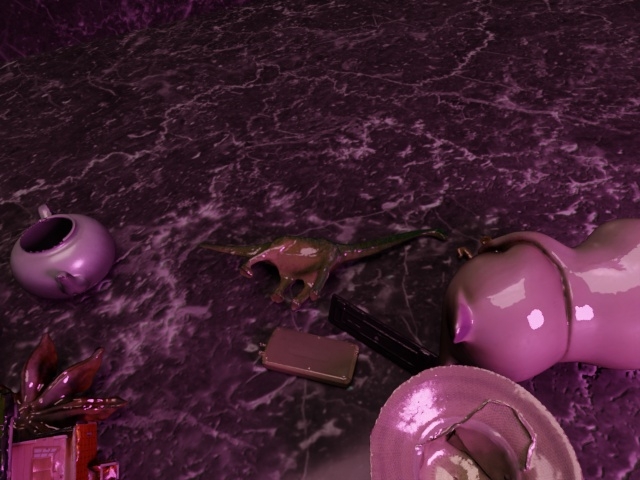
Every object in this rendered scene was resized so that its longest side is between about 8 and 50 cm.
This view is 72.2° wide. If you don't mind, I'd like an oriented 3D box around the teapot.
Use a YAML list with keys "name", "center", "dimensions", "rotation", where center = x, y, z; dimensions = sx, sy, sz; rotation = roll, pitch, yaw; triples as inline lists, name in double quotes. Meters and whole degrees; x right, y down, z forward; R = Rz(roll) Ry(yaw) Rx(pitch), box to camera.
- name: "teapot"
  center: [-0.528, 0.023, 0.896]
  dimensions: [0.193, 0.129, 0.294]
  rotation: [-28, 50, -19]

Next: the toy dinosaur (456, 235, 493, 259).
- name: "toy dinosaur"
  center: [0.329, 0.051, 0.815]
  dimensions: [0.162, 0.039, 0.126]
  rotation: [-7, 56, -5]

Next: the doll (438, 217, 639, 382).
- name: "doll"
  center: [0.359, 0.092, 0.649]
  dimensions: [0.371, 0.215, 0.225]
  rotation: [-1, 63, 4]

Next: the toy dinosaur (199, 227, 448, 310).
- name: "toy dinosaur"
  center: [0.000, 0.000, 0.876]
  dimensions: [0.447, 0.087, 0.300]
  rotation: [21, 51, 19]

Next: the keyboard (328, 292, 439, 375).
- name: "keyboard"
  center: [0.097, 0.158, 0.727]
  dimensions: [0.204, 0.061, 0.013]
  rotation: [28, 37, 30]

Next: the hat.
- name: "hat"
  center: [0.179, 0.296, 0.550]
  dimensions: [0.252, 0.110, 0.252]
  rotation: [-2, 53, 2]

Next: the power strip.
- name: "power strip"
  center: [-0.023, 0.192, 0.734]
  dimensions: [0.169, 0.028, 0.076]
  rotation: [10, 50, 15]

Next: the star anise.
- name: "star anise"
  center: [-0.443, 0.276, 0.674]
  dimensions: [0.288, 0.088, 0.288]
  rotation: [2, 54, -3]

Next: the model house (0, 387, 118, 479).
- name: "model house"
  center: [-0.371, 0.345, 0.551]
  dimensions: [0.207, 0.154, 0.293]
  rotation: [-24, 66, 29]
